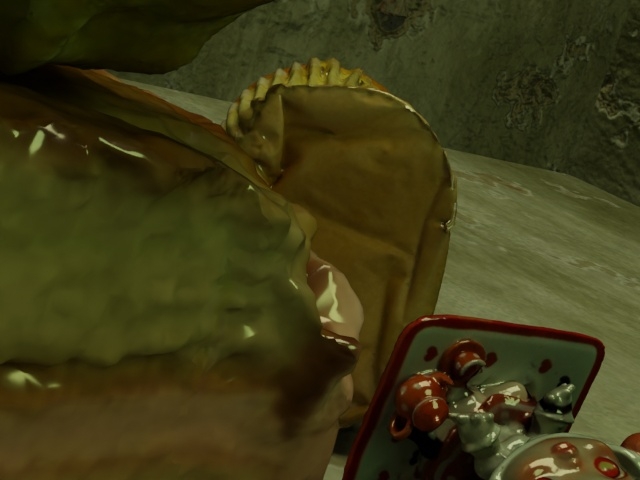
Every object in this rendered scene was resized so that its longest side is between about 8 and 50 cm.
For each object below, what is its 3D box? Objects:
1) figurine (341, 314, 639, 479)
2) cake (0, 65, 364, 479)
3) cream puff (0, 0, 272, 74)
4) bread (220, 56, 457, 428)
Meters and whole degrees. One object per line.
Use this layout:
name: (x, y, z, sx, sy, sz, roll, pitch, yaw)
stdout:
figurine: (0.154, 0.179, 0.819, 0.184, 0.160, 0.226, 9, 23, -29)
cake: (-0.179, 0.059, 0.508, 0.293, 0.306, 0.314, 8, 15, -46)
cream puff: (-0.076, -0.177, 0.366, 0.282, 0.281, 0.185, 14, 12, -15)
bread: (0.000, 0.000, 1.002, 0.204, 0.288, 0.156, 6, 15, 3)
